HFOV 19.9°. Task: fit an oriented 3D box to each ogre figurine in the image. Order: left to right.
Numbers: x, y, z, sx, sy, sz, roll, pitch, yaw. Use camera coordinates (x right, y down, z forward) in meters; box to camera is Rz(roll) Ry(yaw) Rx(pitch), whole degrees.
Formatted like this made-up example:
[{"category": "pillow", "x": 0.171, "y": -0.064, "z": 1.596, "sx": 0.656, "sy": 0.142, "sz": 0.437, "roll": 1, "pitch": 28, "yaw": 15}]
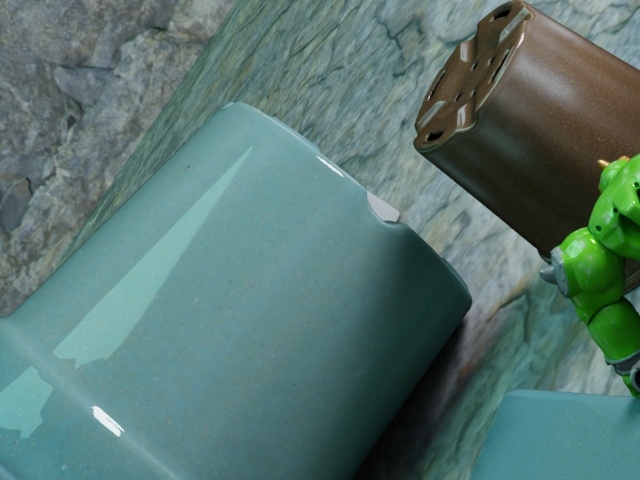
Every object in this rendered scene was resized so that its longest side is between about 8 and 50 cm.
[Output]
[{"category": "ogre figurine", "x": 0.216, "y": -0.005, "z": 1.067, "sx": 0.197, "sy": 0.118, "sz": 0.097, "roll": -46, "pitch": 20, "yaw": 32}]

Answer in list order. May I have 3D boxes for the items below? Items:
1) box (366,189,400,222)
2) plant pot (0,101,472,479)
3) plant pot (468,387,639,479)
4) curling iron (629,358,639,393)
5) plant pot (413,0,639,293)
[{"category": "box", "x": 0.000, "y": 0.000, "z": 1.706, "sx": 0.087, "sy": 0.102, "sz": 0.101, "roll": -28, "pitch": 33, "yaw": 55}, {"category": "plant pot", "x": -0.081, "y": 0.093, "z": 1.422, "sx": 0.334, "sy": 0.341, "sz": 0.341, "roll": -51, "pitch": 16, "yaw": -5}, {"category": "plant pot", "x": 0.180, "y": 0.171, "z": 0.791, "sx": 0.234, "sy": 0.166, "sz": 0.165, "roll": -10, "pitch": 49, "yaw": 58}, {"category": "curling iron", "x": 0.225, "y": 0.017, "z": 0.896, "sx": 0.274, "sy": 0.035, "sz": 0.068, "roll": -24, "pitch": -24, "yaw": -44}, {"category": "plant pot", "x": 0.164, "y": -0.070, "z": 1.255, "sx": 0.167, "sy": 0.165, "sz": 0.167, "roll": -51, "pitch": 17, "yaw": 21}]
